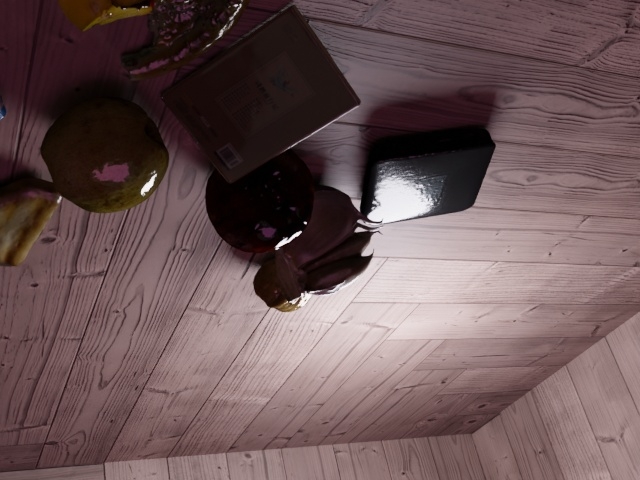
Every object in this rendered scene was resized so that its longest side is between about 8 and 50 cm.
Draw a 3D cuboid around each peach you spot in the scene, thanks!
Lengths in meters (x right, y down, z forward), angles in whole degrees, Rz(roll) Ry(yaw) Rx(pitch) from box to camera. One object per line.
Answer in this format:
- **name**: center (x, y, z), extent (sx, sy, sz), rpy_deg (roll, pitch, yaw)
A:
- **peach**: center (-0.329, -0.386, 1.199), extent (0.151, 0.119, 0.151), rpy_deg (-9, 176, -1)

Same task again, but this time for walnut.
- **walnut**: center (-0.089, 0.111, 2.072), extent (0.166, 0.149, 0.167), rpy_deg (-1, 123, -2)

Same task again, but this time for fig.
- **fig**: center (-0.129, -0.083, 1.675), extent (0.224, 0.224, 0.263), rpy_deg (13, 146, -38)

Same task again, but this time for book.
- **book**: center (-0.112, -0.260, 1.476), extent (0.310, 0.021, 0.217), rpy_deg (-28, 114, 22)

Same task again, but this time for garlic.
- **garlic**: center (0.000, 0.000, 1.857), extent (0.292, 0.237, 0.210), rpy_deg (-42, 166, -19)

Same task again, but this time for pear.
- **pear**: center (-0.381, -0.155, 1.472), extent (0.211, 0.188, 0.228), rpy_deg (-17, 150, 20)

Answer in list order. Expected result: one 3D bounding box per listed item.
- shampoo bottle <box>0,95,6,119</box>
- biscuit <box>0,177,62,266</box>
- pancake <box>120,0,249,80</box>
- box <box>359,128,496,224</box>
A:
- **shampoo bottle**: center (-0.595, -0.249, 1.366), extent (0.087, 0.050, 0.183), rpy_deg (-12, 149, -9)
- **biscuit**: center (-0.686, -0.048, 1.641), extent (0.236, 0.062, 0.290), rpy_deg (11, 141, -35)
- **pancake**: center (-0.214, -0.385, 1.304), extent (0.197, 0.054, 0.376), rpy_deg (11, 140, -34)
- **box**: center (0.243, -0.142, 1.868), extent (0.289, 0.073, 0.289), rpy_deg (-10, 149, -9)
